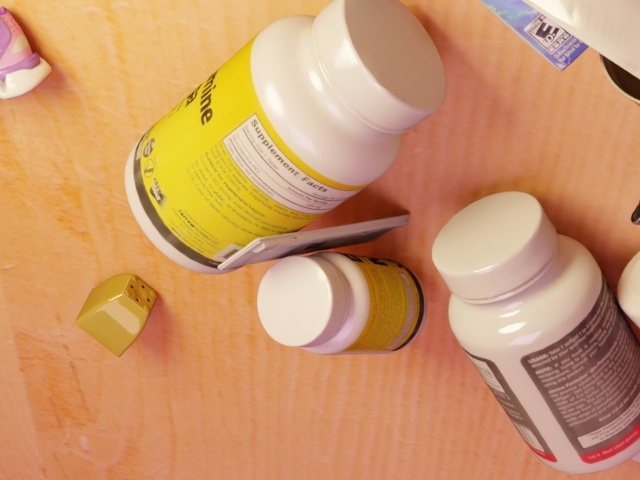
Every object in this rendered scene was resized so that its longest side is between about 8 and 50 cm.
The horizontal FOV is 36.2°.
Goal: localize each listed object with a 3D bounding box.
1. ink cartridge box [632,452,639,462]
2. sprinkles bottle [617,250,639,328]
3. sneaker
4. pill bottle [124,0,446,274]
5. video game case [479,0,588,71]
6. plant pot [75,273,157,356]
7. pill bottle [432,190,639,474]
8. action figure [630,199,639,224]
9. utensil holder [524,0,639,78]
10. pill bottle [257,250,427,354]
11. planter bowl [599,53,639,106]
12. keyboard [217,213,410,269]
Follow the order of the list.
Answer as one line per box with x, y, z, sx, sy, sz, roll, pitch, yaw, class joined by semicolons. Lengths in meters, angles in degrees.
0.442;0.241;1.251;0.180;0.060;0.104;25;135;-4;ink cartridge box
0.485;0.143;1.103;0.355;0.121;0.121;43;130;-20;sprinkles bottle
-0.432;-0.216;1.130;0.237;0.095;0.104;-5;122;17;sneaker
-0.039;-0.111;1.013;0.188;0.188;0.334;42;130;-19;pill bottle
0.202;-0.312;0.786;0.244;0.061;0.269;37;117;-14;video game case
-0.275;0.094;1.361;0.081;0.081;0.083;42;120;-19;plant pot
0.254;0.104;1.112;0.176;0.176;0.318;-16;124;31;pill bottle
0.455;-0.002;0.945;0.276;0.164;0.141;16;131;-6;action figure
0.316;-0.266;0.583;0.328;0.327;0.385;30;111;-8;utensil holder
0.028;0.074;1.134;0.119;0.119;0.208;-16;167;31;pill bottle
0.343;-0.168;0.864;0.162;0.162;0.109;-19;150;32;planter bowl
0.000;0.000;1.089;0.072;0.256;0.014;-26;79;41;keyboard
